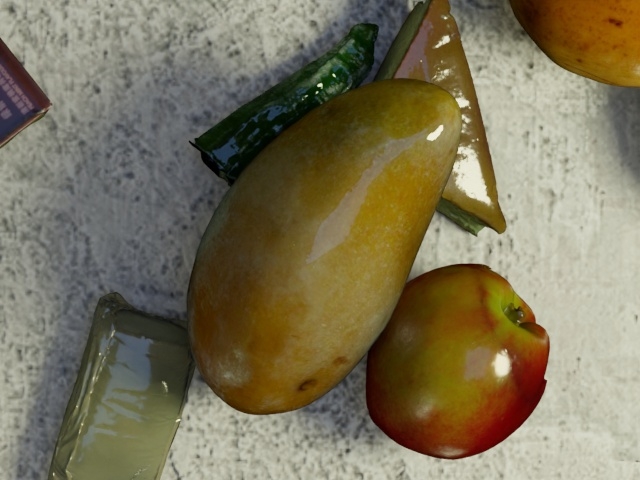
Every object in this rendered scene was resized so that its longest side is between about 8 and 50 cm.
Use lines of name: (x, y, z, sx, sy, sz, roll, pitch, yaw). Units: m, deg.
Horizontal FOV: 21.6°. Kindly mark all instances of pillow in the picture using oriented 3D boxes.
pillow: (-0.193, 0.163, 1.673, 0.119, 0.053, 0.208, 18, 88, -15)

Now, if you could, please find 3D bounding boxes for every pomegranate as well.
pomegranate: (0.312, -0.278, 1.661, 0.264, 0.264, 0.264, 0, 92, -11)

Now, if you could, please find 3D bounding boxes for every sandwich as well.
sandwich: (0.110, -0.118, 1.703, 0.096, 0.094, 0.258, -16, 96, -12)

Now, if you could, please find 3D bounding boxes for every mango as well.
mango: (0.000, 0.000, 1.596, 0.199, 0.221, 0.384, 36, 114, 2)

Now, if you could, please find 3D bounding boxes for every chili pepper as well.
chili pepper: (-0.024, -0.144, 1.696, 0.227, 0.059, 0.088, -45, 95, -9)

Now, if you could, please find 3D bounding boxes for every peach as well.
peach: (0.132, 0.129, 1.680, 0.197, 0.197, 0.197, 0, 92, -11)

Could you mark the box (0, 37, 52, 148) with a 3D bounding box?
box: (-0.371, -0.183, 1.619, 0.120, 0.069, 0.224, -37, 100, -8)
